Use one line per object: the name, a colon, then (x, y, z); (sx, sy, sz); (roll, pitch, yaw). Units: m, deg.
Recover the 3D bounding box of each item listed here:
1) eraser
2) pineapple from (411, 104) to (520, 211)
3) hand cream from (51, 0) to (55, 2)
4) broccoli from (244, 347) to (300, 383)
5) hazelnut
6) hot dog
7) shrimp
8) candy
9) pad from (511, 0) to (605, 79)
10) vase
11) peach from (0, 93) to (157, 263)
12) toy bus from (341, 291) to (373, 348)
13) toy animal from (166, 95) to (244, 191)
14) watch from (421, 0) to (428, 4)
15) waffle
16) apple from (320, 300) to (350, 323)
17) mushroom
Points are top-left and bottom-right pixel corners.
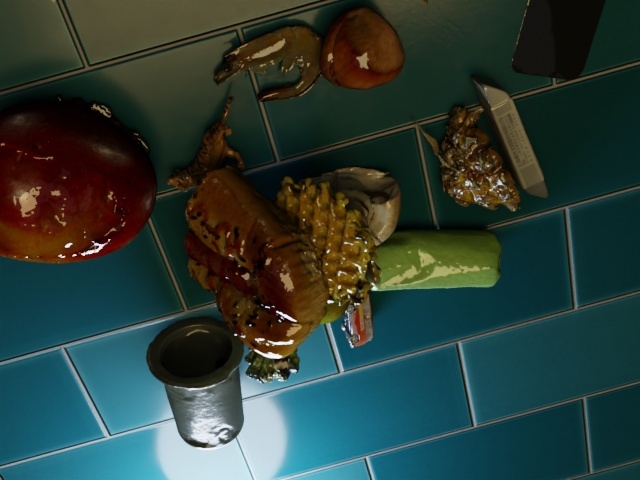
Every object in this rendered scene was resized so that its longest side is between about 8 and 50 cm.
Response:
eraser: (0.446, -0.238, 1.942); (0.061, 0.089, 0.352); (-28, 120, 4)
pineapple: (0.355, -0.157, 1.938); (0.158, 0.161, 0.335); (-24, 124, 8)
hand cream: (-0.605, -0.545, 1.632); (0.209, 0.043, 0.067); (25, 114, -27)
broccoli: (-0.136, 0.204, 2.098); (0.145, 0.165, 0.304); (-6, 108, 3)
hazelnut: (0.083, -0.403, 1.753); (0.182, 0.182, 0.182); (-4, 121, -6)
hot dog: (-0.145, 0.071, 1.830); (0.196, 0.365, 0.367); (-34, 152, -32)
shrimp: (-0.101, -0.370, 1.806); (0.253, 0.058, 0.173); (-27, 129, 4)
candy: (0.279, 0.048, 2.063); (0.343, 0.132, 0.142); (-3, 130, -7)
pad: (0.537, -0.491, 1.855); (0.181, 0.004, 0.267); (5, 120, -11)
vase: (-0.304, 0.378, 2.127); (0.244, 0.245, 0.291); (-6, 129, -5)
peach: (-0.545, -0.109, 1.777); (0.416, 0.353, 0.339); (-12, 142, -52)
toy bus: (0.093, 0.193, 2.155); (0.077, 0.079, 0.174); (-15, 122, -11)
toy animal: (-0.236, -0.211, 1.864); (0.114, 0.116, 0.255); (-9, 130, -56)
watch: (0.191, -0.626, 1.681); (0.165, 0.102, 0.268); (-40, 126, 13)
waffle: (0.007, 0.009, 1.831); (0.329, 0.062, 0.329); (23, 130, 30)
apple: (-0.011, 0.107, 2.018); (0.196, 0.196, 0.157); (14, 113, -16)
mushroom: (0.065, -0.047, 1.937); (0.253, 0.195, 0.189); (-6, 124, -3)
